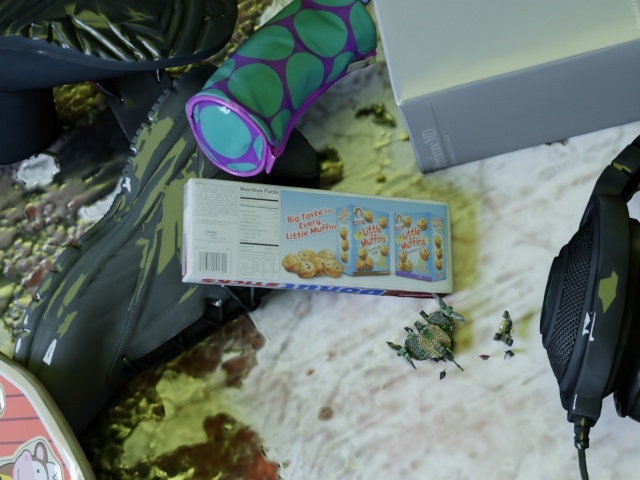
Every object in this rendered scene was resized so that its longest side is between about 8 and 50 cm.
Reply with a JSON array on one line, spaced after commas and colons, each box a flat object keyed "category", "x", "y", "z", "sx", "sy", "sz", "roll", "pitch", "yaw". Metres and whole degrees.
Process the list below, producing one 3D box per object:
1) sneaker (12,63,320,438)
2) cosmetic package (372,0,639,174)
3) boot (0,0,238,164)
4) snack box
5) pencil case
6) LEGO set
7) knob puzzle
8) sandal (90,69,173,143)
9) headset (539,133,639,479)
[{"category": "sneaker", "x": -0.102, "y": 0.027, "z": 0.874, "sx": 0.130, "sy": 0.109, "sz": 0.286, "roll": 30, "pitch": 85, "yaw": 5}, {"category": "cosmetic package", "x": 0.159, "y": -0.133, "z": 0.853, "sx": 0.238, "sy": 0.127, "sz": 0.107, "roll": -17, "pitch": 69, "yaw": 8}, {"category": "boot", "x": -0.187, "y": -0.122, "z": 0.891, "sx": 0.246, "sy": 0.207, "sz": 0.094, "roll": -3, "pitch": 74, "yaw": -10}, {"category": "snack box", "x": 0.000, "y": 0.000, "z": 0.851, "sx": 0.178, "sy": 0.022, "sz": 0.064, "roll": 5, "pitch": 74, "yaw": -19}, {"category": "pencil case", "x": -0.021, "y": -0.106, "z": 0.856, "sx": 0.070, "sy": 0.064, "sz": 0.152, "roll": 33, "pitch": 52, "yaw": 10}, {"category": "LEGO set", "x": 0.085, "y": 0.064, "z": 0.862, "sx": 0.083, "sy": 0.023, "sz": 0.054, "roll": 13, "pitch": 92, "yaw": 0}, {"category": "knob puzzle", "x": -0.216, "y": 0.156, "z": 0.825, "sx": 0.213, "sy": 0.030, "sz": 0.213, "roll": 1, "pitch": 91, "yaw": 37}, {"category": "sandal", "x": -0.148, "y": -0.133, "z": 0.965, "sx": 0.067, "sy": 0.040, "sz": 0.179, "roll": -36, "pitch": 69, "yaw": -1}, {"category": "headset", "x": 0.224, "y": 0.092, "z": 0.783, "sx": 0.243, "sy": 0.185, "sz": 0.394, "roll": 37, "pitch": 68, "yaw": 17}]
